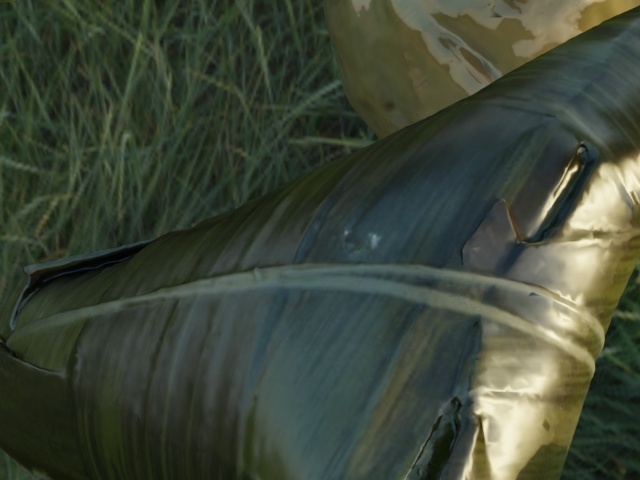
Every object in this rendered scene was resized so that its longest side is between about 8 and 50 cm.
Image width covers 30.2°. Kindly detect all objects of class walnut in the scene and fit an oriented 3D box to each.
[{"bbox_3d":[0.172,-0.215,1.046,0.381,0.381,0.381,2,61,-3],"label":"walnut"}]

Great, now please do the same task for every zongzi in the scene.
[{"bbox_3d":[0.000,0.000,0.422,0.248,0.111,0.241,11,64,43],"label":"zongzi"}]
